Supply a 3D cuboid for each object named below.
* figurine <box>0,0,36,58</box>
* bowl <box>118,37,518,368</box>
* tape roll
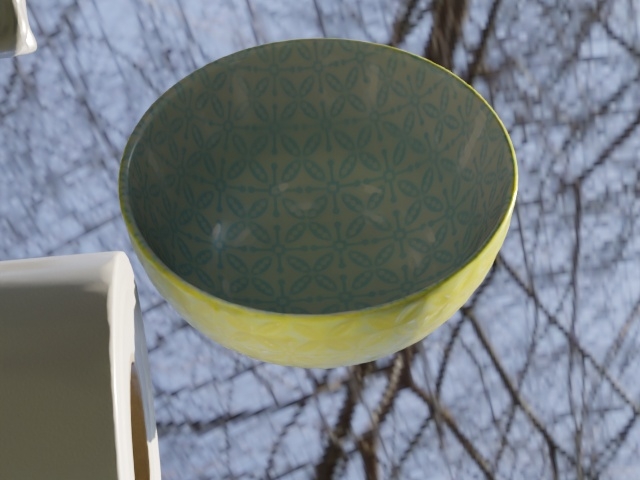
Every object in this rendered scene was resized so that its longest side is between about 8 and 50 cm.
[{"bbox_3d":[-0.353,-0.259,1.748,0.214,0.092,0.210,-3,-81,25],"label":"figurine"},{"bbox_3d":[0.000,0.000,1.486,0.289,0.156,0.289,-1,-133,1],"label":"bowl"},{"bbox_3d":[-0.160,0.151,1.258,0.100,0.286,0.286,-5,-121,-1],"label":"tape roll"}]
